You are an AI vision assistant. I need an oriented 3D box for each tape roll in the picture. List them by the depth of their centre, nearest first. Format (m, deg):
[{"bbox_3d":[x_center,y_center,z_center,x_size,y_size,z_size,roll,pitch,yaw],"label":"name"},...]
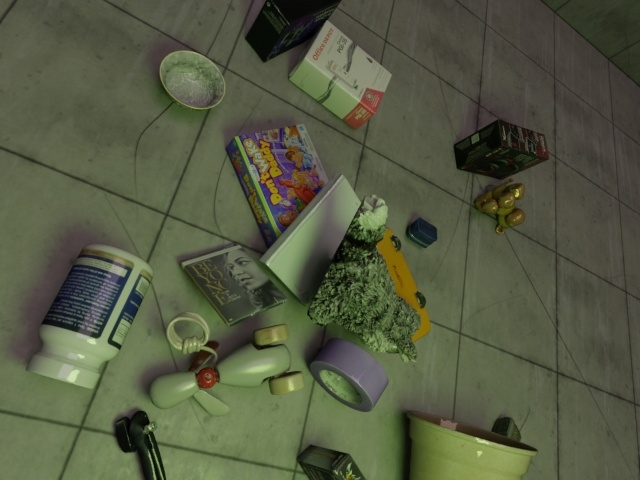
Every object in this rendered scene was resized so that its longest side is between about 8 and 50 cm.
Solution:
[{"bbox_3d":[0.071,0.341,1.139,0.189,0.189,0.080,48,56,-9],"label":"tape roll"}]

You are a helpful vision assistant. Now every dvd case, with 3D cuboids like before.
[{"bbox_3d":[-0.208,0.097,1.077,0.165,0.018,0.221,-19,50,-39],"label":"dvd case"}]

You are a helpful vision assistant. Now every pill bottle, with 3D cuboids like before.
[{"bbox_3d":[-0.460,0.151,0.907,0.153,0.153,0.264,27,62,-21],"label":"pill bottle"}]

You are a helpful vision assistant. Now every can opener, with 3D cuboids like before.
[{"bbox_3d":[-0.359,0.446,0.939,0.186,0.073,0.059,67,17,0],"label":"can opener"}]

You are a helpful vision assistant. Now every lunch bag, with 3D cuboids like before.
[{"bbox_3d":[0.337,-0.021,1.491,0.099,0.065,0.067,30,46,-18],"label":"lunch bag"}]

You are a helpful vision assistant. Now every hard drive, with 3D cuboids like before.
[{"bbox_3d":[0.000,0.000,1.197,0.307,0.040,0.203,-50,131,-15],"label":"hard drive"}]

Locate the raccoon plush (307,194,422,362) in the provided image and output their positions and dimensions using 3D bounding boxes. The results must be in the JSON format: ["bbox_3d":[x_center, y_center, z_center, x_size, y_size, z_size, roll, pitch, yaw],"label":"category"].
[{"bbox_3d":[0.152,0.129,1.053,0.299,0.446,0.216,26,61,2],"label":"raccoon plush"}]

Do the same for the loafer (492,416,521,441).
[{"bbox_3d":[0.562,0.669,1.380,0.087,0.094,0.251,44,57,-6],"label":"loafer"}]

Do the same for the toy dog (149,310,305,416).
[{"bbox_3d":[-0.205,0.295,1.042,0.334,0.161,0.219,9,72,-12],"label":"toy dog"}]

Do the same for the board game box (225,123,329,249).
[{"bbox_3d":[-0.088,-0.140,1.268,0.234,0.078,0.346,-21,86,-34],"label":"board game box"}]

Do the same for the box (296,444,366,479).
[{"bbox_3d":[0.061,0.600,1.053,0.056,0.183,0.231,-32,91,-33],"label":"box"}]

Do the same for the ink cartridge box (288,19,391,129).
[{"bbox_3d":[0.068,-0.534,1.465,0.283,0.117,0.207,33,61,-18],"label":"ink cartridge box"}]

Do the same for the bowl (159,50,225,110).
[{"bbox_3d":[-0.347,-0.408,1.200,0.170,0.080,0.170,10,70,-27],"label":"bowl"}]

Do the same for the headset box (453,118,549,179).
[{"bbox_3d":[0.696,-0.334,1.713,0.294,0.218,0.110,6,72,-29],"label":"headset box"}]

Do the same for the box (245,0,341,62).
[{"bbox_3d":[-0.082,-0.683,1.386,0.261,0.184,0.103,-43,100,-33],"label":"box"}]

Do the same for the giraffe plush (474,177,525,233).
[{"bbox_3d":[0.699,-0.116,1.701,0.170,0.182,0.210,59,21,-14],"label":"giraffe plush"}]

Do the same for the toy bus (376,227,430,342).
[{"bbox_3d":[0.204,0.138,1.319,0.108,0.130,0.332,-21,86,-33],"label":"toy bus"}]

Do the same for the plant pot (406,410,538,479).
[{"bbox_3d":[0.358,0.643,1.158,0.334,0.334,0.305,21,75,-24],"label":"plant pot"}]
